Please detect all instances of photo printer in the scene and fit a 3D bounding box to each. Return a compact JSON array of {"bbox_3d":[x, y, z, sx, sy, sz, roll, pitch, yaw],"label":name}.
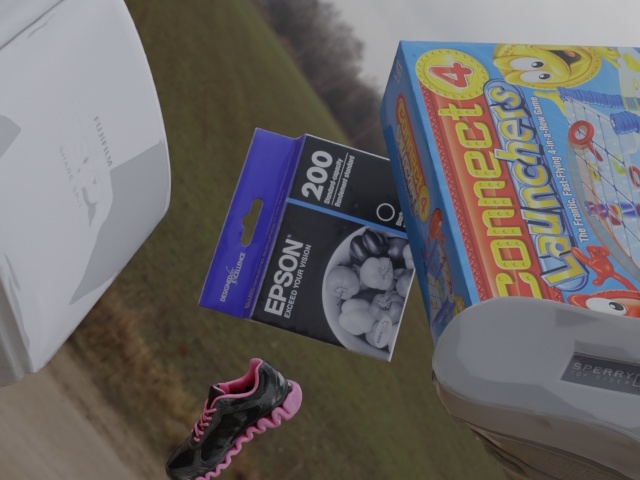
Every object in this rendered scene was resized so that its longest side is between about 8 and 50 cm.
[{"bbox_3d":[-0.229,-0.072,0.925,0.307,0.107,0.256,-60,145,-51],"label":"photo printer"}]

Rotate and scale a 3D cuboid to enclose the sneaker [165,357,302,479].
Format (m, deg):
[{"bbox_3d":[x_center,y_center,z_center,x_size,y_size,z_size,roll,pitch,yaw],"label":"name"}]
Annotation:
[{"bbox_3d":[-0.074,0.132,0.846,0.057,0.119,0.047,52,-3,-31],"label":"sneaker"}]

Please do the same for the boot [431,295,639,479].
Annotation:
[{"bbox_3d":[0.177,0.104,0.533,0.258,0.095,0.123,16,-30,46],"label":"boot"}]

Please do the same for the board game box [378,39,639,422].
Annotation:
[{"bbox_3d":[0.222,-0.019,0.872,0.086,0.302,0.308,105,-20,-50],"label":"board game box"}]

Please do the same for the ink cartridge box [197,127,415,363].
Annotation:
[{"bbox_3d":[0.000,0.000,1.170,0.208,0.206,0.045,16,-10,2],"label":"ink cartridge box"}]
